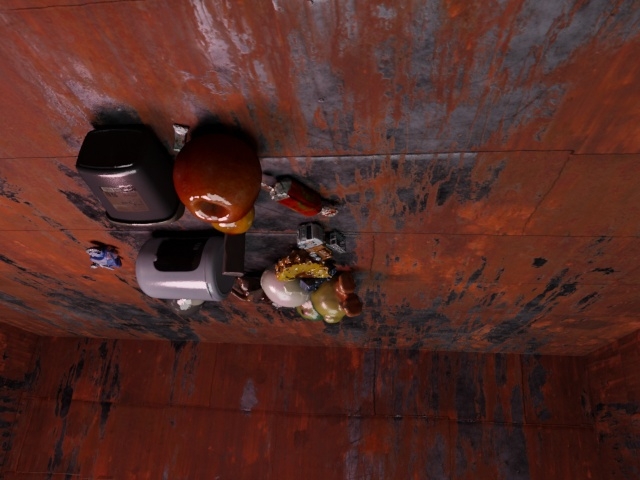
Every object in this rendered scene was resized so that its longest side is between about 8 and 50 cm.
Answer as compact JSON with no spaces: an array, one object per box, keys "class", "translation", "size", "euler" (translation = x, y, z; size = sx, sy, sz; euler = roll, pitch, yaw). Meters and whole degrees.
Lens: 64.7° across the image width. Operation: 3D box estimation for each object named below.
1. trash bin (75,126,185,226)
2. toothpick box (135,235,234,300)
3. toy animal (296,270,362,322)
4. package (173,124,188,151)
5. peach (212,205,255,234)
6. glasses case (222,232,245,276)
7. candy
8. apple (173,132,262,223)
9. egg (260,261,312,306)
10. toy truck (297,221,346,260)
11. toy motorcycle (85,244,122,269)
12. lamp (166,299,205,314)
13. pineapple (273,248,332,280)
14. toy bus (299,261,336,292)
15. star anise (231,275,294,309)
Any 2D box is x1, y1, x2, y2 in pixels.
[{"class":"trash bin","translation":[-0.485,-0.153,1.325],"size":[0.209,0.182,0.290],"euler":[2,152,6]},{"class":"toothpick box","translation":[-0.513,0.111,1.862],"size":[0.354,0.263,0.263],"euler":[0,157,11]},{"class":"toy animal","translation":[0.034,0.244,2.169],"size":[0.338,0.216,0.191],"euler":[-17,176,42]},{"class":"package","translation":[-0.351,-0.253,1.266],"size":[0.037,0.015,0.110],"euler":[14,154,-11]},{"class":"peach","translation":[-0.262,-0.083,1.521],"size":[0.138,0.138,0.138],"euler":[3,157,1]},{"class":"glasses case","translation":[-0.289,0.025,1.696],"size":[0.072,0.191,0.042],"euler":[10,156,-24]},{"class":"candy","translation":[-0.065,-0.123,1.476],"size":[0.086,0.059,0.292],"euler":[-14,151,43]},{"class":"apple","translation":[-0.252,-0.155,1.255],"size":[0.218,0.201,0.218],"euler":[8,152,4]},{"class":"egg","translation":[-0.141,0.175,2.037],"size":[0.217,0.183,0.183],"euler":[14,155,-27]},{"class":"toy truck","translation":[0.000,0.001,1.737],"size":[0.115,0.080,0.177],"euler":[-14,153,25]},{"class":"toy motorcycle","translation":[-0.872,0.068,2.045],"size":[0.114,0.076,0.205],"euler":[0,159,-10]},{"class":"lamp","translation":[-0.580,0.208,2.226],"size":[0.181,0.182,0.314],"euler":[11,142,-18]},{"class":"pineapple","translation":[-0.061,0.088,1.906],"size":[0.233,0.079,0.135],"euler":[-6,133,-15]},{"class":"toy bus","translation":[-0.008,0.142,1.987],"size":[0.065,0.166,0.047],"euler":[35,137,25]},{"class":"star anise","translation":[-0.272,0.222,2.196],"size":[0.349,0.109,0.292],"euler":[22,171,-31]}]
